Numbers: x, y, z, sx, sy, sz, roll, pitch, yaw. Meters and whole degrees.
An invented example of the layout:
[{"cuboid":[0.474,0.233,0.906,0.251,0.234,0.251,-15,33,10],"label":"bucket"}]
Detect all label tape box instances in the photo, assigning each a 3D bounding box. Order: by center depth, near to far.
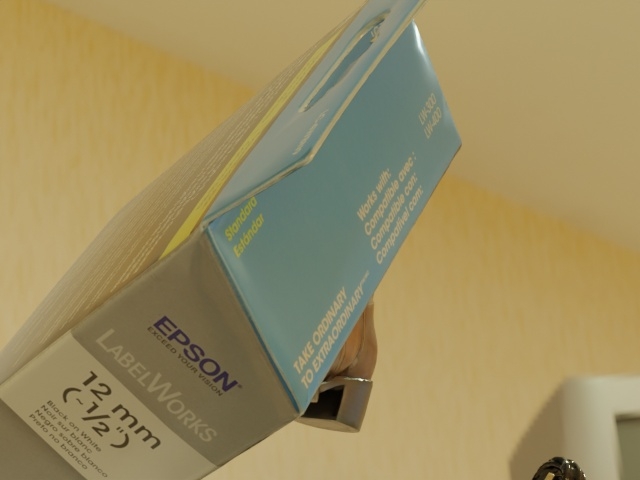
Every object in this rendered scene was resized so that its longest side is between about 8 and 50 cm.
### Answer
[{"cuboid":[-0.034,0.007,0.920,0.115,0.249,0.348,46,-49,-11],"label":"label tape box"}]

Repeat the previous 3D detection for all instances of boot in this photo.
[{"cuboid":[0.000,0.000,1.414,0.096,0.280,0.264,3,-15,30],"label":"boot"}]

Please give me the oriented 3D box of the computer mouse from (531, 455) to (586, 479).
[{"cuboid":[0.049,0.195,0.752,0.041,0.242,0.071,34,-23,-7],"label":"computer mouse"}]
